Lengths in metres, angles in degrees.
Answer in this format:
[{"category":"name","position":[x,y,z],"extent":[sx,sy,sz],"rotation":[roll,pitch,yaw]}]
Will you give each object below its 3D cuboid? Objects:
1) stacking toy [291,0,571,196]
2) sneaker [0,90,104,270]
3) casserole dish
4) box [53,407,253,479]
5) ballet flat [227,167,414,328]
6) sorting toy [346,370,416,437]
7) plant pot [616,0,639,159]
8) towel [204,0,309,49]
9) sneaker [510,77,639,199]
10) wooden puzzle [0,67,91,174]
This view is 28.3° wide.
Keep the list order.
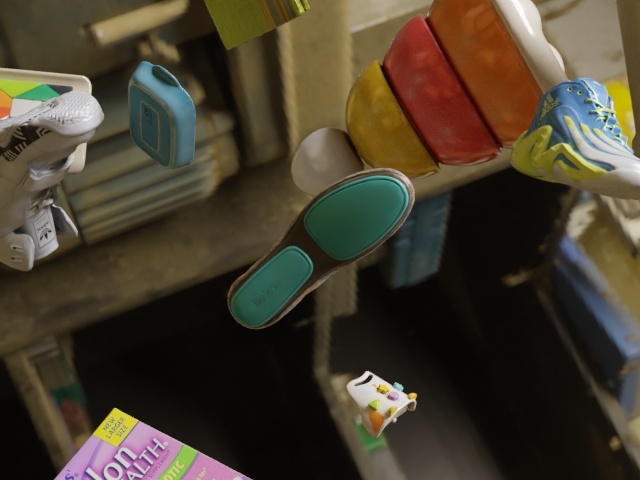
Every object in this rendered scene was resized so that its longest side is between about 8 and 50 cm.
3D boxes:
[{"category":"stacking toy","position":[0.162,-0.217,2.079],"extent":[0.351,0.479,0.351],"rotation":[56,14,-21]},{"category":"sneaker","position":[-0.418,-0.084,1.899],"extent":[0.365,0.137,0.210],"rotation":[-16,-72,40]},{"category":"casserole dish","position":[-0.229,-0.170,1.795],"extent":[0.114,0.037,0.188],"rotation":[38,-31,17]},{"category":"box","position":[-0.224,0.370,1.625],"extent":[0.243,0.213,0.117],"rotation":[24,-43,16]},{"category":"ballet flat","position":[0.000,0.000,1.731],"extent":[0.108,0.316,0.106],"rotation":[53,18,-3]},{"category":"sorting toy","position":[0.074,0.199,1.621],"extent":[0.075,0.083,0.045],"rotation":[38,-50,22]},{"category":"plant pot","position":[0.554,-0.266,1.767],"extent":[0.334,0.333,0.306],"rotation":[127,-50,-77]},{"category":"towel","position":[-0.096,-0.338,1.777],"extent":[0.237,0.021,0.102],"rotation":[-9,-74,61]},{"category":"sneaker","position":[0.296,-0.120,1.412],"extent":[0.240,0.091,0.126],"rotation":[23,-82,62]},{"category":"wooden puzzle","position":[-0.531,-0.225,2.296],"extent":[0.044,0.220,0.239],"rotation":[106,-15,-48]}]
